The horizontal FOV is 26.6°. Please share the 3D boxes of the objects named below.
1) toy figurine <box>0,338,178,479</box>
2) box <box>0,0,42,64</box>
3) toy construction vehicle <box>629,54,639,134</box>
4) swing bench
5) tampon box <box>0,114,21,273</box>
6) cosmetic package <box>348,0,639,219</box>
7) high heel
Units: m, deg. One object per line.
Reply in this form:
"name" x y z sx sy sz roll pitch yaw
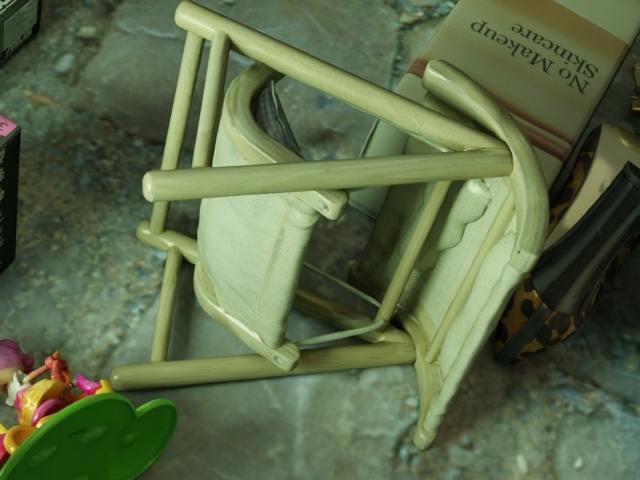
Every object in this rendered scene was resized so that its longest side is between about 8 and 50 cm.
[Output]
"toy figurine" -0.208 0.105 0.910 0.159 0.130 0.173 37 31 25
"box" -0.367 -0.169 1.095 0.183 0.056 0.231 32 52 9
"toy construction vehicle" 0.301 -0.154 1.247 0.035 0.086 0.098 17 64 6
"swing bench" 0.000 0.000 0.940 0.254 0.253 0.165 11 52 -8
"tampon box" -0.287 -0.028 0.943 0.120 0.161 0.101 30 52 7
"cosmetic package" 0.160 -0.128 1.158 0.153 0.129 0.296 29 52 6
"high heel" 0.213 0.000 1.126 0.093 0.186 0.261 38 19 5
